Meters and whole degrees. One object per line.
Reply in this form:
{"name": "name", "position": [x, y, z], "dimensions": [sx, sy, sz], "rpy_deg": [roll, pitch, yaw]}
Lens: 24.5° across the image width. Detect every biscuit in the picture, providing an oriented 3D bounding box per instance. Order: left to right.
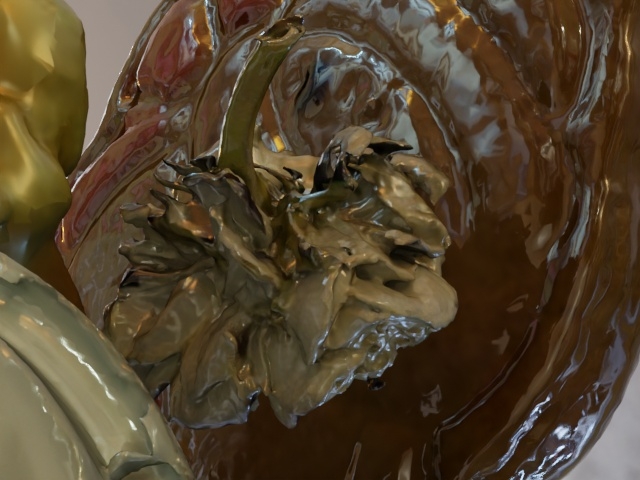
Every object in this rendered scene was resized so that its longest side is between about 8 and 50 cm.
{"name": "biscuit", "position": [0.000, 0.000, 0.595], "dimensions": [0.381, 0.074, 0.359], "rpy_deg": [-54, -136, 21]}

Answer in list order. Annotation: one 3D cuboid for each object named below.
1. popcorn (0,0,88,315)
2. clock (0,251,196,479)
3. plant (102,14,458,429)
{"name": "popcorn", "position": [-0.191, 0.019, 0.474], "dimensions": [0.252, 0.215, 0.286], "rpy_deg": [4, -70, -18]}
{"name": "clock", "position": [-0.135, 0.090, 0.289], "dimensions": [0.236, 0.236, 0.053], "rpy_deg": [30, -17, 14]}
{"name": "plant", "position": [-0.020, -0.006, 0.443], "dimensions": [0.116, 0.104, 0.122], "rpy_deg": [-10, -56, 11]}
